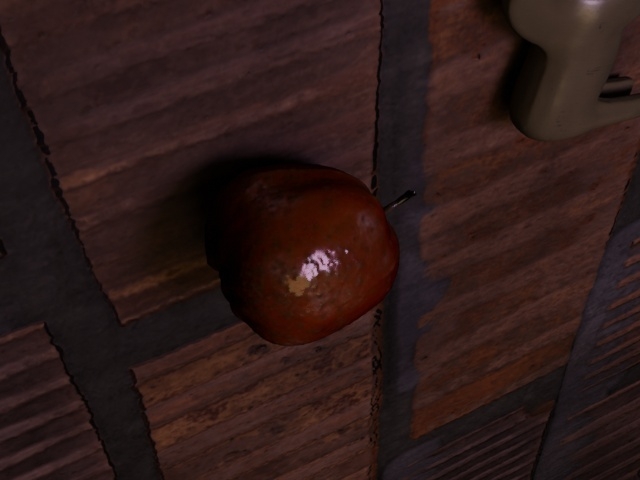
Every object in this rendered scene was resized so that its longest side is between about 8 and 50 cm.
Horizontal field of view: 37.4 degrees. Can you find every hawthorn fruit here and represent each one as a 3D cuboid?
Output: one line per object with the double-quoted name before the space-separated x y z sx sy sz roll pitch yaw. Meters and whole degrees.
"hawthorn fruit" 0.000 0.000 0.801 0.194 0.157 0.157 -23 143 -21

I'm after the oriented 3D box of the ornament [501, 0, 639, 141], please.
"ornament" 0.232 -0.187 0.841 0.244 0.061 0.230 -17 140 -27
